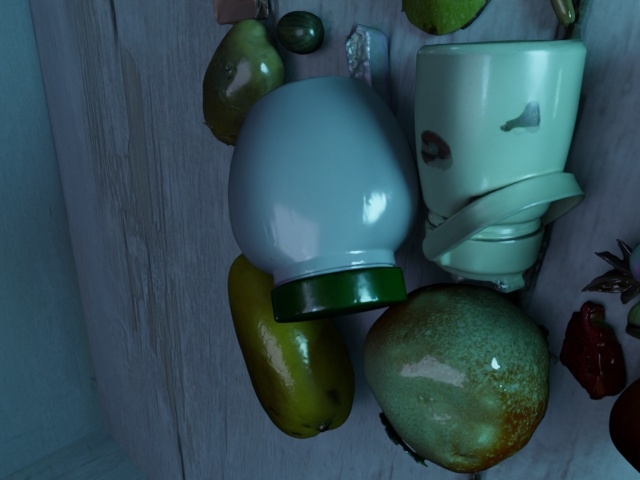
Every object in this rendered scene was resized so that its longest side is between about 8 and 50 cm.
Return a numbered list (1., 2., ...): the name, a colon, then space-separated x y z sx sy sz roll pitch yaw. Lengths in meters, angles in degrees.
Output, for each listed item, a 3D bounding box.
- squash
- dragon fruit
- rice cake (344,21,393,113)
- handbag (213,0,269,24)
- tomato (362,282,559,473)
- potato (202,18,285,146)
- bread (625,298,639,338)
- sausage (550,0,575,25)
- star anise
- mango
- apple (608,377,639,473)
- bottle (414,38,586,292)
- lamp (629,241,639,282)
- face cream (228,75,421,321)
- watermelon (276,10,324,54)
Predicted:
1. squash: 0.169 -0.404 0.719 0.192 0.085 0.184 40 129 31
2. dragon fruit: 0.399 0.161 0.711 0.097 0.063 0.132 21 119 40
3. rice cake: 0.102 -0.199 0.876 0.056 0.072 0.366 3 106 42
4. handbag: -0.173 -0.576 1.029 0.157 0.059 0.213 15 116 43
5. tomato: 0.214 0.223 0.797 0.303 0.238 0.304 18 118 36
6. potato: -0.179 -0.330 1.071 0.192 0.141 0.296 54 138 19
7. bread: 0.464 0.119 0.524 0.286 0.207 0.056 21 90 8
8. sausage: 0.306 -0.348 0.643 0.024 0.024 0.133 -18 90 48
9. star anise: 0.428 0.030 0.641 0.124 0.056 0.129 17 115 13
10. mango: -0.076 0.223 1.105 0.301 0.220 0.446 114 133 -72
11. apple: 0.459 0.232 0.615 0.146 0.156 0.159 30 104 31
12. bottle: 0.235 -0.089 0.675 0.229 0.229 0.352 17 117 41
13. lamp: 0.443 -0.065 0.456 0.247 0.247 0.302 11 105 40
14. face cream: 0.004 -0.060 0.779 0.312 0.219 0.358 -12 78 16
15. watermelon: -0.040 -0.403 0.945 0.110 0.078 0.078 29 124 37
